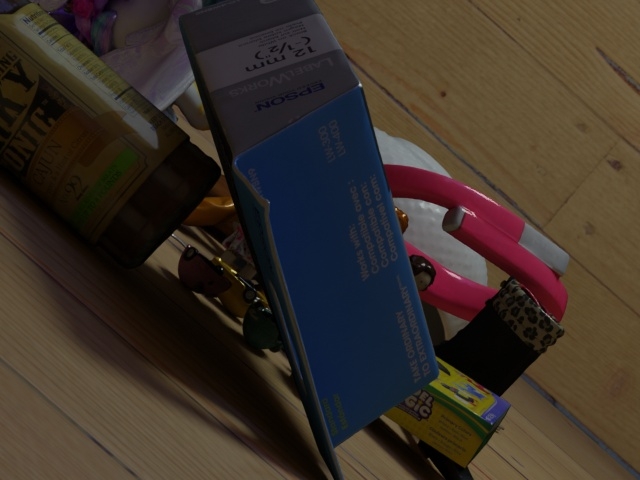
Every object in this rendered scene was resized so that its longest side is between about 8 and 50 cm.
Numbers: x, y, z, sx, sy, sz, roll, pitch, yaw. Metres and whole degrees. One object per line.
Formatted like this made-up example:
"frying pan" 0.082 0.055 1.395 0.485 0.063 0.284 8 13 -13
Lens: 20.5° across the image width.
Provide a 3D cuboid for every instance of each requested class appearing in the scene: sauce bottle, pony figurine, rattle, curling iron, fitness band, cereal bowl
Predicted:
"sauce bottle" -0.234 -0.123 1.298 0.344 0.111 0.111 39 4 0
"pony figurine" -0.173 -0.229 1.730 0.303 0.351 0.363 47 -13 21
"rattle" -0.072 -0.103 1.794 0.142 0.200 0.130 14 0 -18
"curling iron" 0.095 0.180 1.655 0.068 0.035 0.274 26 12 -22
"fitness band" 0.138 0.014 1.884 0.291 0.054 0.209 34 -26 -28
"cereal bowl" 0.085 -0.025 2.190 0.339 0.141 0.339 42 -18 17

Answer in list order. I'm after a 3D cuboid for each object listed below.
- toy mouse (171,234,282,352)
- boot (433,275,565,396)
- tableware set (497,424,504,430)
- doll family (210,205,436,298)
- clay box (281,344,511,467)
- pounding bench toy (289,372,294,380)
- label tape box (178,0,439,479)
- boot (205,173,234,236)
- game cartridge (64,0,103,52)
"toy mouse" -0.072 0.051 1.469 0.161 0.031 0.143 40 4 -18
"boot" 0.152 0.112 1.841 0.085 0.178 0.236 39 6 -22
"tableware set" 0.173 0.186 2.348 0.141 0.020 0.169 37 7 -46
"doll family" 0.000 0.000 1.733 0.263 0.163 0.118 38 6 -38
"clay box" 0.060 0.116 1.608 0.222 0.053 0.127 33 10 9
"pounding bench toy" 0.009 0.107 1.475 0.052 0.065 0.083 40 -26 -18
"label tape box" 0.000 -0.012 1.290 0.348 0.115 0.249 -117 -171 -60
"boot" -0.087 -0.027 1.989 0.280 0.096 0.264 33 14 -15
"game cartridge" -0.236 -0.290 1.895 0.355 0.230 0.068 59 10 -64
